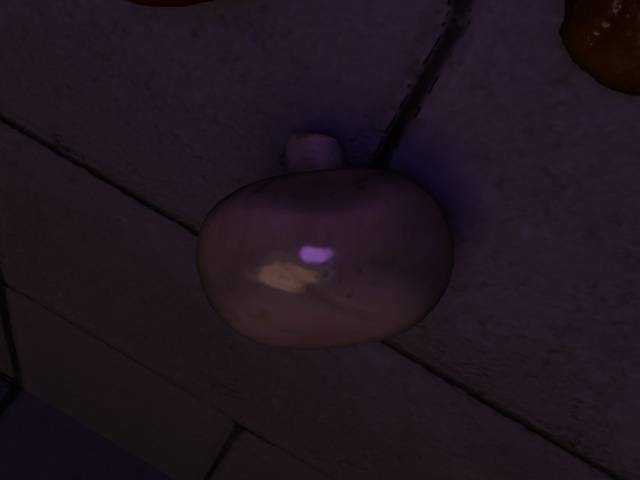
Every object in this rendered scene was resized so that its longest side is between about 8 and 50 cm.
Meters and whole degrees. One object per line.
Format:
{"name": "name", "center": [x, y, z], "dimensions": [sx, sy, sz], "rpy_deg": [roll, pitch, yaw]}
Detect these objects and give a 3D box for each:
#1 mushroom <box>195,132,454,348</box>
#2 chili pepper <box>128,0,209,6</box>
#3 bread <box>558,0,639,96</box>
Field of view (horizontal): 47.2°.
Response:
{"name": "mushroom", "center": [0.000, 0.000, 0.694], "dimensions": [0.246, 0.202, 0.246], "rpy_deg": [-8, 168, -2]}
{"name": "chili pepper", "center": [-0.061, -0.255, 0.538], "dimensions": [0.369, 0.092, 0.137], "rpy_deg": [-12, 107, 35]}
{"name": "bread", "center": [0.223, -0.212, 0.368], "dimensions": [0.124, 0.084, 0.344], "rpy_deg": [25, 143, 8]}
